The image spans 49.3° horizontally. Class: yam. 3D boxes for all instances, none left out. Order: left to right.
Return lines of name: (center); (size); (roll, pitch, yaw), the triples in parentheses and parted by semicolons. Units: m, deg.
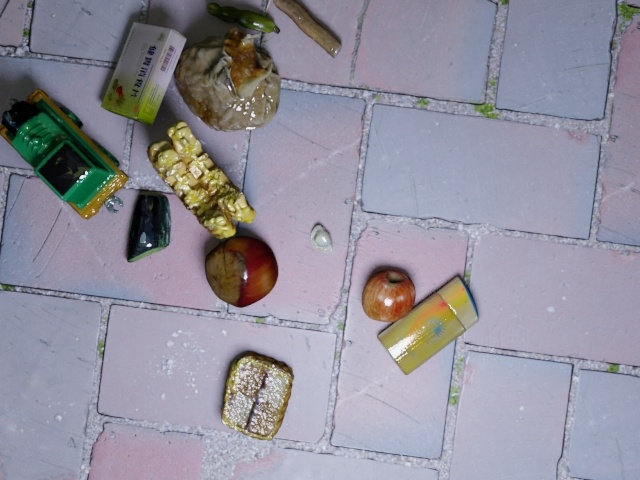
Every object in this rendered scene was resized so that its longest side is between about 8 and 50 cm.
yam: (-0.036, -0.605, 1.955); (0.241, 0.057, 0.057); (42, 90, 0)

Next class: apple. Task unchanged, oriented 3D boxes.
apple: (0.184, 0.155, 1.898); (0.146, 0.146, 0.131); (12, 113, 1)

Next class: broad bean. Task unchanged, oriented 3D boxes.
broad bean: (-0.214, -0.622, 1.952); (0.214, 0.070, 0.048); (13, 107, -8)

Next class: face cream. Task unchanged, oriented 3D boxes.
face cream: (0.308, 0.236, 1.930); (0.285, 0.067, 0.139); (-37, 91, 0)

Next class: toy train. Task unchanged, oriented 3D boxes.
toy train: (-0.699, -0.232, 1.863); (0.429, 0.249, 0.178); (45, 91, 1)

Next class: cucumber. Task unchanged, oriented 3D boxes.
cucumber: (-0.480, -0.032, 1.947); (0.115, 0.086, 0.193); (5, 83, 3)

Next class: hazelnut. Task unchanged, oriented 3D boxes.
hazelnut: (-0.206, 0.073, 1.898); (0.208, 0.208, 0.208); (0, 90, 1)

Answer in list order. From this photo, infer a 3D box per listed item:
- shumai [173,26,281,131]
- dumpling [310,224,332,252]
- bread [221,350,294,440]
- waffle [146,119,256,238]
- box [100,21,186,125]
shumai: (-0.265, -0.438, 1.854); (0.314, 0.262, 0.267); (22, 89, 3)
dumpling: (0.000, -0.001, 1.953); (0.059, 0.043, 0.077); (-31, 105, 17)
bread: (-0.176, 0.428, 1.924); (0.181, 0.096, 0.222); (16, 92, 1)
waffle: (-0.317, -0.151, 1.851); (0.151, 0.261, 0.324); (-37, 92, -7)
box: (-0.487, -0.459, 1.913); (0.175, 0.062, 0.260); (22, 89, 37)
